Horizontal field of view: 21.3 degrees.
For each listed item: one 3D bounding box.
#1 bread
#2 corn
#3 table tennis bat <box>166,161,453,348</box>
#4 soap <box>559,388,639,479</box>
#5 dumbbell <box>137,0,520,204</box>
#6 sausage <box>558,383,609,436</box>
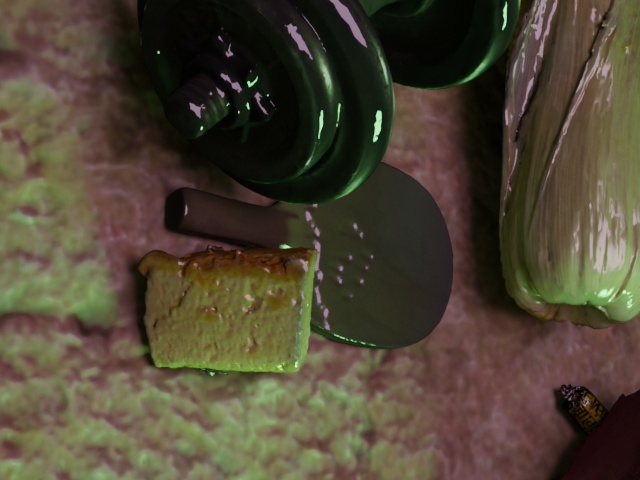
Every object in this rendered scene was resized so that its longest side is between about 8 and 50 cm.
[{"bbox_3d":[-0.058,0.044,1.073,0.109,0.080,0.084,2,93,1],"label":"bread"},{"bbox_3d":[0.194,-0.090,1.235,0.123,0.122,0.305,1,76,9],"label":"corn"},{"bbox_3d":[0.000,0.000,1.139,0.234,0.022,0.131,14,73,-36],"label":"table tennis bat"},{"bbox_3d":[0.251,0.241,1.194,0.182,0.112,0.289,18,76,-27],"label":"soap"},{"bbox_3d":[0.006,-0.145,1.068,0.290,0.192,0.192,-41,105,-36],"label":"dumbbell"},{"bbox_3d":[0.240,0.177,1.274,0.198,0.025,0.028,50,53,-17],"label":"sausage"}]
